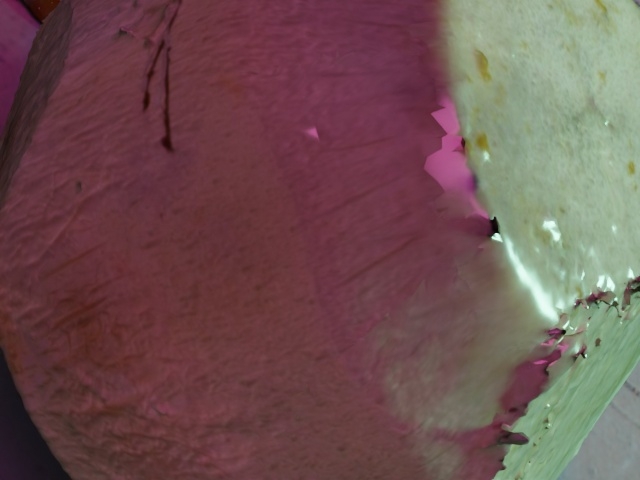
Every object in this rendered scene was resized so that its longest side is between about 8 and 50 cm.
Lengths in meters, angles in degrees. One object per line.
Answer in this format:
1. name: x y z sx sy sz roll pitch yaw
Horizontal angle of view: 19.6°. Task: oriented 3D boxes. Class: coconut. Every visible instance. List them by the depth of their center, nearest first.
1. coconut: 0.000 0.000 0.948 0.346 0.360 0.346 25 55 -42

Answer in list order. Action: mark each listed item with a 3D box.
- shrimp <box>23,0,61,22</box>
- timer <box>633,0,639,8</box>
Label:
1. shrimp: -0.108 -0.186 1.126 0.178 0.034 0.124 -29 87 -25
2. timer: 0.276 -0.219 1.264 0.178 0.078 0.253 20 66 -15
